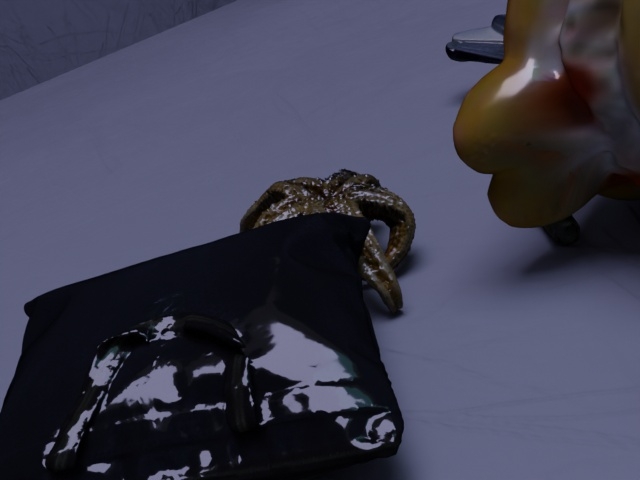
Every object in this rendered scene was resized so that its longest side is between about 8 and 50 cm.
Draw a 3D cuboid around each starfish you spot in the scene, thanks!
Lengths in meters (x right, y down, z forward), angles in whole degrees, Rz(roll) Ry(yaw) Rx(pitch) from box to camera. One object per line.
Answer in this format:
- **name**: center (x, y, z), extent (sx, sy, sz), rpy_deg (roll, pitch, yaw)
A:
- **starfish**: center (0.001, 0.001, 0.625), extent (0.146, 0.074, 0.190), rpy_deg (-16, 25, -12)

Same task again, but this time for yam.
- **yam**: center (0.166, -0.050, 0.679), extent (0.027, 0.029, 0.234), rpy_deg (9, 22, -7)

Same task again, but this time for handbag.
- **handbag**: center (-0.084, 0.075, 0.482), extent (0.254, 0.089, 0.211), rpy_deg (-14, 34, 6)

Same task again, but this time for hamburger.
- **hamburger**: center (0.235, -0.129, 0.543), extent (0.186, 0.261, 0.303), rpy_deg (8, 61, 53)

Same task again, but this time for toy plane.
- **toy plane**: center (0.278, -0.203, 0.838), extent (0.204, 0.103, 0.316), rpy_deg (-21, 23, -9)
